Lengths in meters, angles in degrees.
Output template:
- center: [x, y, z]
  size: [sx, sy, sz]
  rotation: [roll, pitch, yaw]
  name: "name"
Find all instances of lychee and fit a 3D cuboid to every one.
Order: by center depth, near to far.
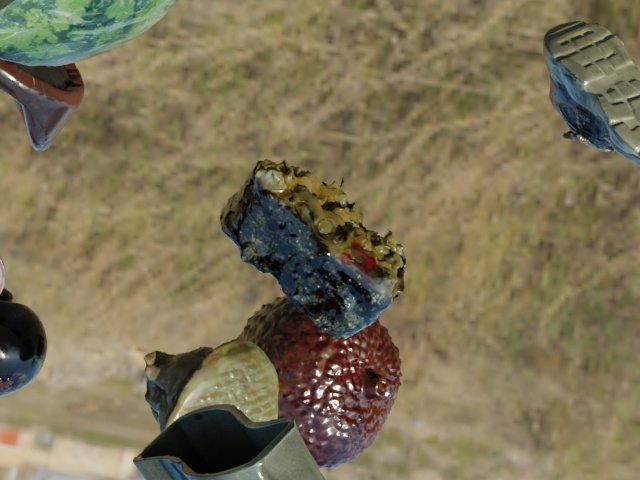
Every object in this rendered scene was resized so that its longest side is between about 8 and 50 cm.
- center: [-0.010, 0.193, 2.276]
  size: [0.261, 0.260, 0.260]
  rotation: [11, 171, 2]
  name: "lychee"

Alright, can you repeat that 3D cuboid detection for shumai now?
- center: [-0.149, 0.210, 1.985]
  size: [0.120, 0.201, 0.201]
  rotation: [13, 175, 41]
  name: "shumai"

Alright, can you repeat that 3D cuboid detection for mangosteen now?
- center: [-0.407, 0.115, 2.009]
  size: [0.137, 0.151, 0.137]
  rotation: [-14, 151, -8]
  name: "mangosteen"

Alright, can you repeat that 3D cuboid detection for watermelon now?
- center: [-0.201, -0.274, 1.474]
  size: [0.180, 0.305, 0.224]
  rotation: [27, 159, 9]
  name: "watermelon"

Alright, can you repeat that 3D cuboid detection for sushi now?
- center: [0.000, 0.000, 1.779]
  size: [0.212, 0.115, 0.147]
  rotation: [44, -158, 5]
  name: "sushi"

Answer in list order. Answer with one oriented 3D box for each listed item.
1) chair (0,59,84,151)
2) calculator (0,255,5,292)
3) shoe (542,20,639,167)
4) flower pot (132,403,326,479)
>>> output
- center: [-0.275, -0.300, 1.788]
  size: [0.226, 0.401, 0.226]
  rotation: [38, -163, -14]
  name: "chair"
- center: [-0.449, -0.024, 1.678]
  size: [0.194, 0.043, 0.294]
  rotation: [-29, 106, 27]
  name: "calculator"
- center: [0.314, -0.128, 1.744]
  size: [0.099, 0.227, 0.125]
  rotation: [-25, 151, -26]
  name: "shoe"
- center: [-0.079, 0.233, 1.569]
  size: [0.229, 0.103, 0.108]
  rotation: [0, 125, 59]
  name: "flower pot"
